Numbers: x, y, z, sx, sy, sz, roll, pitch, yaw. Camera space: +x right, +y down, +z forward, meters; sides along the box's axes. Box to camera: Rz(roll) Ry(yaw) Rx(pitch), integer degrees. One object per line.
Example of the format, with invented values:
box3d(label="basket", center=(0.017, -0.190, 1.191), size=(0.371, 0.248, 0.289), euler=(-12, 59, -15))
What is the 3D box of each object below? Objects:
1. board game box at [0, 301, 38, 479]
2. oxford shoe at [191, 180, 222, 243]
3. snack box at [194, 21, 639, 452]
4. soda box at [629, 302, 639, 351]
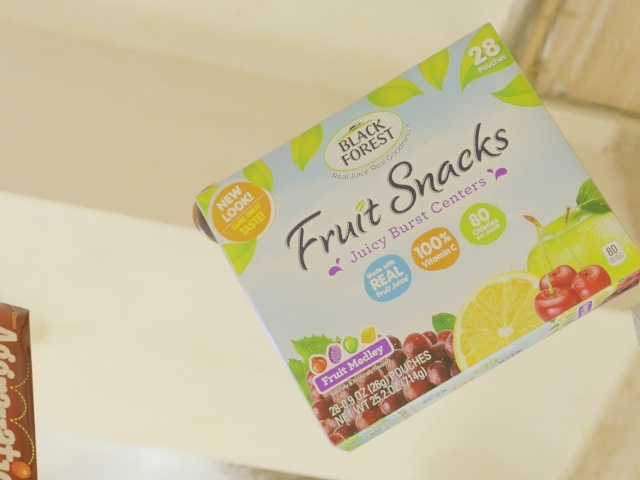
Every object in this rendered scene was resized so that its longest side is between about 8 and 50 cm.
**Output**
box3d(label="board game box", center=(-0.316, 0.149, 1.197), size=(0.027, 0.145, 0.281), euler=(-53, 34, 31))
box3d(label="oxford shoe", center=(0.000, 0.000, 1.406), size=(0.098, 0.271, 0.097), euler=(-76, -1, -77))
box3d(label="snack box", center=(0.057, 0.000, 0.829), size=(0.174, 0.207, 0.070), euler=(61, -179, 15))
box3d(label="soda box", center=(0.484, 0.176, 1.654), size=(0.286, 0.091, 0.098), euler=(58, 175, 45))
